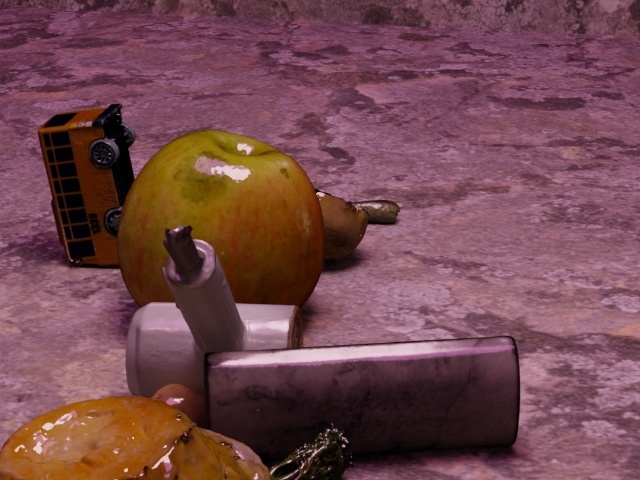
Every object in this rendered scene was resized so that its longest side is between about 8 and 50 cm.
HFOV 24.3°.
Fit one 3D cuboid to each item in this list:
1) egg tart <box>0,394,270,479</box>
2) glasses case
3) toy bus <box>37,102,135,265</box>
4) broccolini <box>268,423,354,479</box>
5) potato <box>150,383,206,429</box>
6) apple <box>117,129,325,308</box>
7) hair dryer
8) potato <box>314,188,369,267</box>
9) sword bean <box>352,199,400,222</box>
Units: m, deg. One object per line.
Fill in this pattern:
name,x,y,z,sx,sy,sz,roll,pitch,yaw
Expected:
egg tart,-0.178,0.209,1.225,0.295,0.116,0.295,-9,24,4
glasses case,0.040,0.152,1.420,0.299,0.114,0.060,-2,21,-5
toy bus,-0.294,-0.067,1.932,0.114,0.201,0.098,-6,19,11
broccolini,-0.061,0.233,1.315,0.054,0.051,0.239,21,36,39
potato,-0.143,0.174,1.457,0.068,0.062,0.083,-9,31,48
apple,-0.114,-0.013,1.725,0.246,0.226,0.246,2,19,-1
hair dryer,-0.119,0.061,1.419,0.173,0.357,0.107,0,63,6
potato,0.000,0.000,1.932,0.101,0.089,0.172,17,-15,-9
sword bean,-0.023,-0.038,2.067,0.269,0.038,0.043,-2,14,-7
